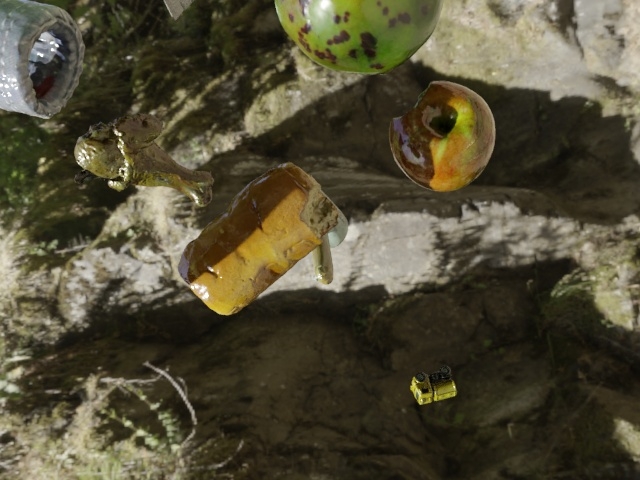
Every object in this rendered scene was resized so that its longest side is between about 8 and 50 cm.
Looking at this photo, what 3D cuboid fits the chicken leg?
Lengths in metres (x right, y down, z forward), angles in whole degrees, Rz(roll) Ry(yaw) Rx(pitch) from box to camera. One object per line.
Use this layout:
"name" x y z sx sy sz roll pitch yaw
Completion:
"chicken leg" -0.444 -0.218 1.484 0.140 0.361 0.211 53 127 48

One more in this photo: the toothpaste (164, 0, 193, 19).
"toothpaste" -0.171 -0.496 0.935 0.282 0.068 0.099 -54 -51 -17

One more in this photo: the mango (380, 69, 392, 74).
"mango" 0.158 -0.460 1.283 0.111 0.089 0.163 9 -76 -58

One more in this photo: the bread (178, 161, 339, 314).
"bread" -0.130 -0.005 1.201 0.195 0.344 0.149 46 -173 -4

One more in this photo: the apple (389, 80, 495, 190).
"apple" 0.283 -0.237 1.346 0.226 0.246 0.246 69 -166 -74

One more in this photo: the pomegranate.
"pomegranate" 0.057 -0.317 0.732 0.263 0.211 0.211 -36 -62 -68

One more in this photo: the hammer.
"hammer" 0.000 0.000 1.428 0.202 0.113 0.305 42 -154 -35

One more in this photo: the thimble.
"thimble" -0.623 -0.384 1.204 0.205 0.172 0.236 -33 -45 -72

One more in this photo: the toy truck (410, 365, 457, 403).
"toy truck" 0.221 0.289 1.128 0.049 0.083 0.054 82 173 -48
